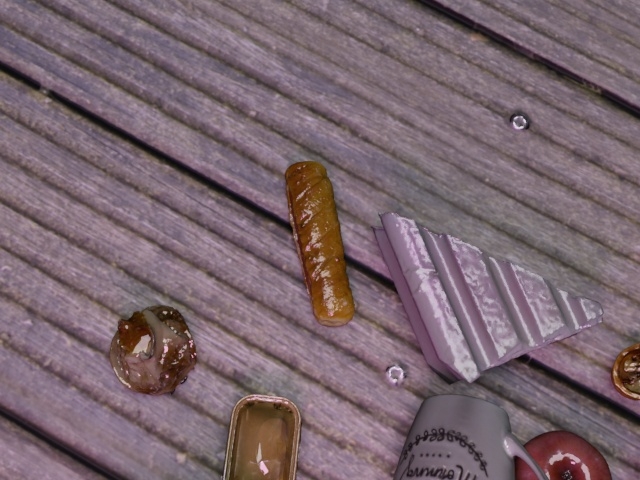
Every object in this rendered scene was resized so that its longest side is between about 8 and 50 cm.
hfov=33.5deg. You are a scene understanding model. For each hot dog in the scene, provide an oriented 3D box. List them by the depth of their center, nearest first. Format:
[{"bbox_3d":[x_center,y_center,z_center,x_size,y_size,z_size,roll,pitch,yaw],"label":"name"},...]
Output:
[{"bbox_3d":[0.001,0.001,1.721,0.088,0.061,0.285,-10,73,-19],"label":"hot dog"}]

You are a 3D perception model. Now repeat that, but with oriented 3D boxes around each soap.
[{"bbox_3d":[0.254,0.056,1.663,0.258,0.159,0.302,-21,76,-6],"label":"soap"}]

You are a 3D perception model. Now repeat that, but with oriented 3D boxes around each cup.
[{"bbox_3d":[0.228,0.353,1.530,0.258,0.186,0.234,-3,59,32],"label":"cup"}]

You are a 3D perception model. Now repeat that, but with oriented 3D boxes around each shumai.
[{"bbox_3d":[-0.258,0.162,1.619,0.146,0.116,0.145,2,71,-5],"label":"shumai"}]

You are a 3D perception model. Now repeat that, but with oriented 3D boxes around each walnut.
[{"bbox_3d":[0.511,0.211,1.683,0.121,0.052,0.091,-14,71,-10],"label":"walnut"}]

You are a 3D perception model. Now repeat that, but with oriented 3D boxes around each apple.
[{"bbox_3d":[0.359,0.360,1.588,0.153,0.120,0.153,1,71,-2],"label":"apple"}]

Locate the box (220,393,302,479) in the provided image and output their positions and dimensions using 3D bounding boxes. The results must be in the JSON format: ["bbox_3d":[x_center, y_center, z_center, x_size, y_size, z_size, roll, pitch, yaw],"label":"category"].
[{"bbox_3d":[-0.088,0.320,1.583,0.111,0.111,0.177,6,71,-1],"label":"box"}]
